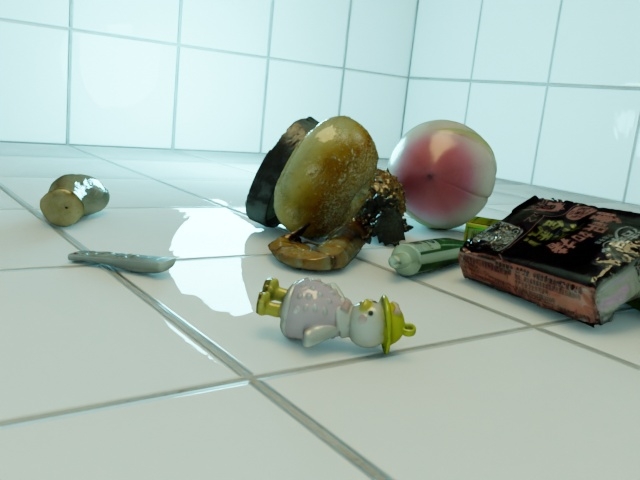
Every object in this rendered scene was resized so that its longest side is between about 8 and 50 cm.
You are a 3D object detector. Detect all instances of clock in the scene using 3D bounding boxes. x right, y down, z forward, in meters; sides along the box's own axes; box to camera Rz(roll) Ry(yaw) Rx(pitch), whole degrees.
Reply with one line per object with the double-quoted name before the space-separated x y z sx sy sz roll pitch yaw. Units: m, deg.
"clock" -0.071 -0.154 1.553 0.055 0.281 0.280 33 18 12

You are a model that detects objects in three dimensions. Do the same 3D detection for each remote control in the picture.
"remote control" -0.330 0.036 1.111 0.184 0.027 0.050 5 9 17

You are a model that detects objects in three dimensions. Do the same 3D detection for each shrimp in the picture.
"shrimp" 0.000 0.008 1.327 0.178 0.075 0.289 8 25 22

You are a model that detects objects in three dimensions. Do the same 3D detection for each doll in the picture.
"doll" 0.019 0.096 0.856 0.207 0.081 0.129 11 31 11

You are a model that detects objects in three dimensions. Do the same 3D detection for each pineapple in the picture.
"pineapple" 0.142 -0.072 1.615 0.157 0.158 0.279 5 24 -5

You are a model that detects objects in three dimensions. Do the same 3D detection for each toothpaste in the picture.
"toothpaste" 0.235 0.026 1.358 0.098 0.061 0.392 13 11 32

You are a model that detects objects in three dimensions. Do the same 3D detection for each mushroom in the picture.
"mushroom" -0.538 -0.093 1.454 0.096 0.108 0.247 -35 10 3

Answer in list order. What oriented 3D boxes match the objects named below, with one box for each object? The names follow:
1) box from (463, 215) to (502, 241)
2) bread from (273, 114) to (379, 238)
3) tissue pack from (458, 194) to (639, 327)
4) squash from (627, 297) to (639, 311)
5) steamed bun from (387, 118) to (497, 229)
"box" 0.470 -0.008 1.627 0.219 0.064 0.141 12 12 21
"bread" 0.025 -0.130 1.479 0.158 0.306 0.305 30 18 14
"tissue pack" 0.431 0.030 1.180 0.245 0.123 0.332 -29 24 -21
"squash" 0.570 0.087 1.207 0.069 0.069 0.258 4 14 -9
"steamed bun" 0.314 -0.173 1.770 0.309 0.310 0.309 6 12 -1
